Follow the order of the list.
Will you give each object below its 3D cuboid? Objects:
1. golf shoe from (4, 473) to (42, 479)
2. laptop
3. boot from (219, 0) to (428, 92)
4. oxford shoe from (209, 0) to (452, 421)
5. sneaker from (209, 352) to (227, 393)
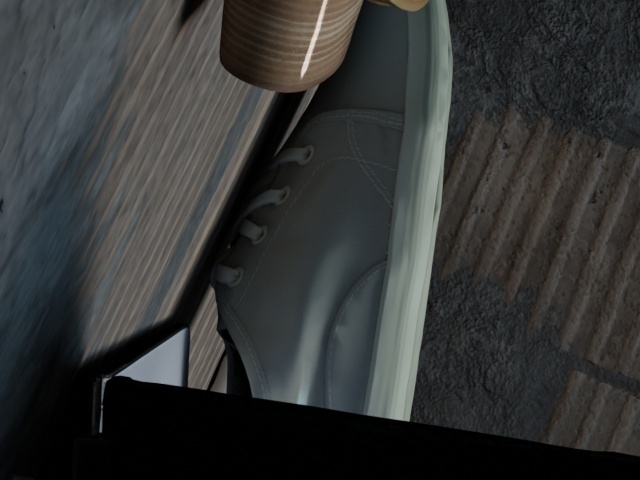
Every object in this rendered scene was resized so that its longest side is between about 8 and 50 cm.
[{"bbox_3d":[-0.122,0.161,0.491,0.186,0.067,0.086,-62,177,-59],"label":"golf shoe"},{"bbox_3d":[0.004,0.250,0.718,0.408,0.236,0.382,-32,125,-86],"label":"laptop"},{"bbox_3d":[0.024,-0.158,0.583,0.197,0.073,0.152,-67,175,-56],"label":"boot"},{"bbox_3d":[0.000,0.000,0.986,0.169,0.130,0.449,118,-18,-71],"label":"oxford shoe"},{"bbox_3d":[-0.013,0.134,1.498,0.235,0.153,0.094,-47,162,-81],"label":"sneaker"}]
